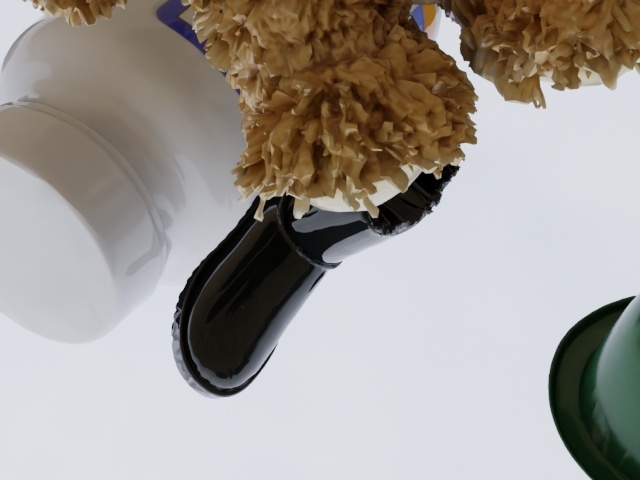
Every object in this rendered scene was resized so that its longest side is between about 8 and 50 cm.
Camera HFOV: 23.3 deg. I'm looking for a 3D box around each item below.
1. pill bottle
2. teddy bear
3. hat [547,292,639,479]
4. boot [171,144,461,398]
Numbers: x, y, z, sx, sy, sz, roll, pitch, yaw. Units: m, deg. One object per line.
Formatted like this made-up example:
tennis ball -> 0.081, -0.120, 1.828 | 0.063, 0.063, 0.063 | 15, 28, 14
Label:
pill bottle -> -0.065, -0.073, 0.780 | 0.152, 0.152, 0.272 | 26, -131, 19
teddy bear -> -0.007, -0.155, 0.565 | 0.245, 0.113, 0.338 | -17, -121, 10
hat -> 0.215, 0.033, 0.808 | 0.208, 0.183, 0.173 | 26, -132, 15
boot -> 0.000, 0.001, 0.592 | 0.045, 0.099, 0.121 | 43, -125, -18
